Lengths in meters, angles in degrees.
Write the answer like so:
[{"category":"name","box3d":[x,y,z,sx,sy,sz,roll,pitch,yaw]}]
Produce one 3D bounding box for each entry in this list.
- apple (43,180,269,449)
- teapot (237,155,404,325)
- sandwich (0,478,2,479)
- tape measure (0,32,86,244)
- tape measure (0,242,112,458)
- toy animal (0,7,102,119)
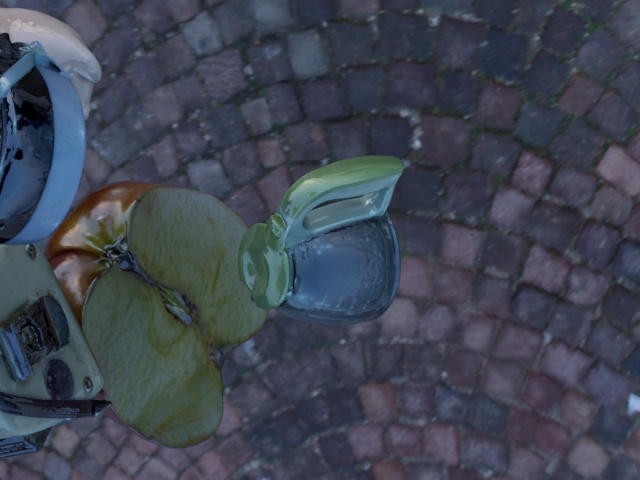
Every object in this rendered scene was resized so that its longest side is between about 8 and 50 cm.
[{"category":"apple","box3d":[-0.227,0.091,1.651,0.295,0.365,0.329,-33,45,9]},{"category":"teapot","box3d":[-0.005,-0.002,0.760,0.092,0.090,0.124,28,118,48]},{"category":"sandwich","box3d":[-0.461,0.176,1.026,0.325,0.262,0.131,38,98,15]},{"category":"tape measure","box3d":[-0.293,-0.084,1.092,0.182,0.107,0.181,-31,65,39]},{"category":"tape measure","box3d":[-0.365,0.149,1.385,0.132,0.231,0.271,-12,111,22]},{"category":"toy animal","box3d":[-0.527,-0.233,1.739,0.345,0.247,0.278,31,110,4]}]
